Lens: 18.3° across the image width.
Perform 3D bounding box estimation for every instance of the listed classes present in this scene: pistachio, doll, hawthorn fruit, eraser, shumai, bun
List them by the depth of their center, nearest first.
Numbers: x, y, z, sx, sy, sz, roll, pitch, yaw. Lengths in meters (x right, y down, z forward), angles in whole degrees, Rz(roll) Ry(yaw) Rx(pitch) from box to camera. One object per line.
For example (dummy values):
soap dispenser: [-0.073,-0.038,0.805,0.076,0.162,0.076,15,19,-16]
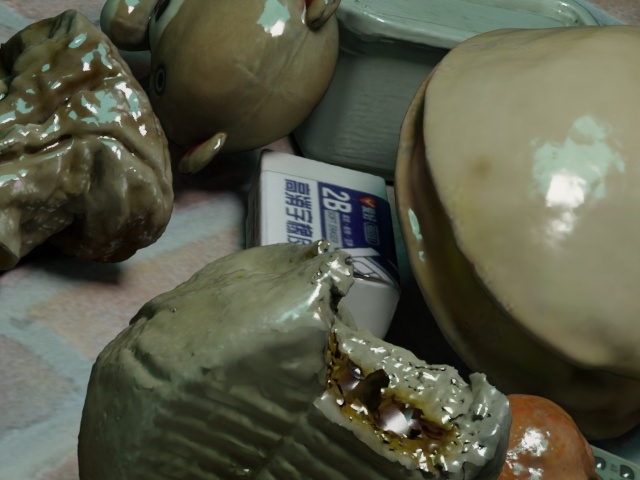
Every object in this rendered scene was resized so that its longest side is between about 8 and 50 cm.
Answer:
bun: [-0.032,0.129,1.280,0.281,0.281,0.205,12,19,-16]
hawthorn fruit: [0.112,0.174,1.398,0.189,0.149,0.149,12,28,-17]
shumai: [-0.232,-0.086,1.580,0.185,0.184,0.218,6,65,-57]
pistachio: [0.227,-0.021,1.717,0.365,0.281,0.445,37,37,-10]
eraser: [0.000,0.000,1.725,0.124,0.068,0.210,13,27,-9]
doll: [-0.091,-0.184,1.860,0.174,0.235,0.330,38,6,-25]

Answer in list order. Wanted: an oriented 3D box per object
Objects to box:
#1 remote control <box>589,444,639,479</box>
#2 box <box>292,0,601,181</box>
remote control: [0.179,0.183,1.538,0.285,0.038,0.123,21,26,2]
box: [0.118,-0.154,1.963,0.312,0.182,0.175,9,28,-21]
